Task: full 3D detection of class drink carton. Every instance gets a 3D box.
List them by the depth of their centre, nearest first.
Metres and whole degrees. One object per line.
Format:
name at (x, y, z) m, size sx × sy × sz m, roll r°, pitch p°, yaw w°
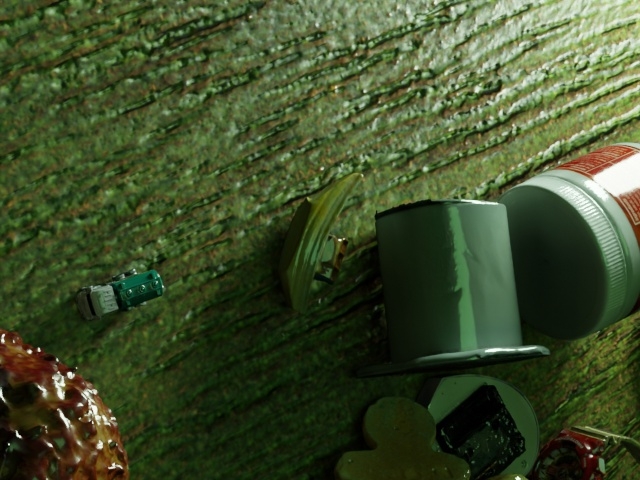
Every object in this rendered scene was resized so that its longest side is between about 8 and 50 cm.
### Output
drink carton at (0.152, 0.056, 1.776) m, size 0.185 × 0.191 × 0.189 m, roll 4°, pitch 79°, yaw -32°

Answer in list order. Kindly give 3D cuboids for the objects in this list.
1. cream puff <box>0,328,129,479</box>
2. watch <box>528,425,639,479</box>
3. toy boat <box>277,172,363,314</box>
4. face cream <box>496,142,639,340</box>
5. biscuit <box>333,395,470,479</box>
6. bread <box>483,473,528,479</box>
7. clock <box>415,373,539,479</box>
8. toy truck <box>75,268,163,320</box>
cream puff at (-0.309, 0.230, 1.370) m, size 0.229 × 0.350 × 0.350 m, roll 24°, pitch 72°, yaw -56°
watch at (0.371, 0.337, 1.968) m, size 0.268 × 0.102 × 0.165 m, roll 44°, pitch 71°, yaw -34°
toy boat at (0.000, 0.000, 1.738) m, size 0.066 × 0.065 × 0.172 m, roll 24°, pitch 79°, yaw -17°
face cream at (0.335, -0.002, 1.886) m, size 0.187 × 0.201 × 0.201 m, roll -23°, pitch 100°, yaw -34°
biscuit at (0.091, 0.270, 1.730) m, size 0.153 × 0.030 × 0.234 m, roll 3°, pitch 45°, yaw -8°
bread at (0.210, 0.388, 1.715) m, size 0.152 × 0.130 × 0.267 m, roll 9°, pitch 64°, yaw 3°
clock at (0.180, 0.235, 1.849) m, size 0.198 × 0.064 × 0.172 m, roll -36°, pitch 108°, yaw -32°
toy truck at (-0.205, 0.055, 1.606) m, size 0.083 × 0.044 × 0.039 m, roll -19°, pitch 95°, yaw -34°
